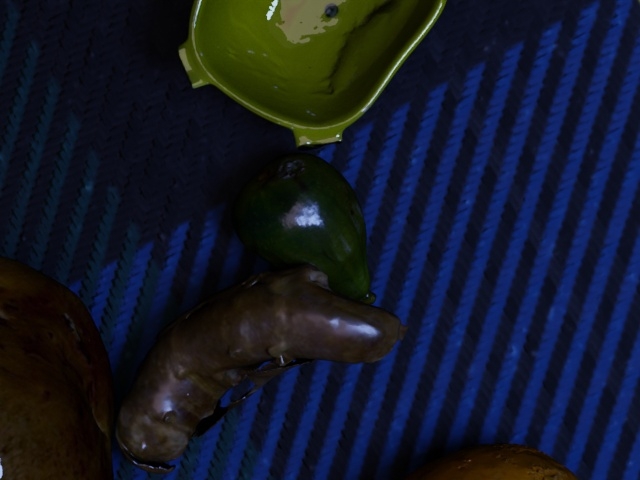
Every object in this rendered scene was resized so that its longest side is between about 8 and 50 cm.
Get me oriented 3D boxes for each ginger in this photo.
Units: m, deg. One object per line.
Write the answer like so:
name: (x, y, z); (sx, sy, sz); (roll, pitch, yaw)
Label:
ginger: (-0.076, 0.108, 1.489); (0.309, 0.107, 0.133); (-34, 59, 26)

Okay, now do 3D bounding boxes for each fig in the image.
fig: (0.000, 0.000, 1.510); (0.117, 0.117, 0.177); (-39, 102, 6)

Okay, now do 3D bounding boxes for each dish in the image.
dish: (-0.004, -0.227, 1.482); (0.221, 0.108, 0.262); (29, 95, 1)

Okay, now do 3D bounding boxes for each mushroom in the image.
mushroom: (-0.323, 0.193, 1.455); (0.260, 0.345, 0.345); (-8, 94, 4)

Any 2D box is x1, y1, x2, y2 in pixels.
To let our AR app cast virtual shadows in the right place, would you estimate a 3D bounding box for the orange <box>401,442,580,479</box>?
orange: (0.166, 0.306, 1.452); (0.240, 0.240, 0.240); (0, 95, 4)
